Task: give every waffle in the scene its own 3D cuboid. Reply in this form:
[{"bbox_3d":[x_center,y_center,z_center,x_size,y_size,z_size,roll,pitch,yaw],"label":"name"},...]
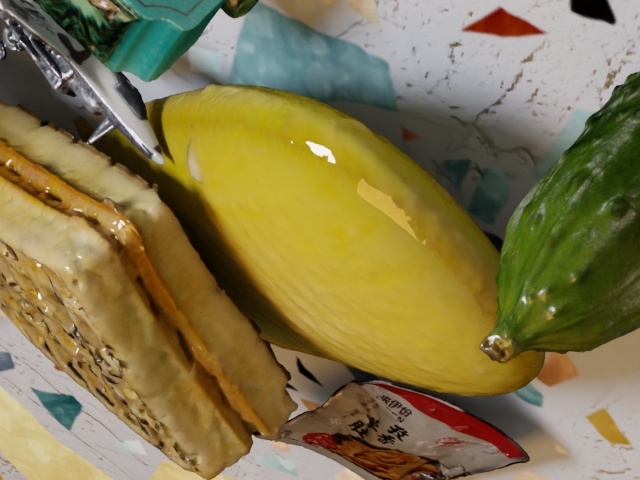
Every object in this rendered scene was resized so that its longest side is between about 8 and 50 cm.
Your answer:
[{"bbox_3d":[-0.196,0.020,1.420,0.376,0.114,0.261,29,153,52],"label":"waffle"}]

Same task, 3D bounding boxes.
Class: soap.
[{"bbox_3d":[0.002,-0.002,1.307,0.306,0.115,0.427,53,160,-23],"label":"soap"}]

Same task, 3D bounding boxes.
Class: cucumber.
[{"bbox_3d":[0.177,-0.004,1.066,0.134,0.244,0.134,29,143,25],"label":"cucumber"}]

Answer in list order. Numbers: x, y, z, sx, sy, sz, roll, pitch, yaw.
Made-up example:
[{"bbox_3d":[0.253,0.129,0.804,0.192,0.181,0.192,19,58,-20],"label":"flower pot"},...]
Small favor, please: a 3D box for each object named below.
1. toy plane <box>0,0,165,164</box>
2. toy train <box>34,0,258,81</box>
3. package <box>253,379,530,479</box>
[{"bbox_3d":[-0.194,-0.141,1.320,0.082,0.160,0.234,-30,73,17],"label":"toy plane"},{"bbox_3d":[-0.136,-0.212,1.199,0.198,0.154,0.107,42,147,-3],"label":"toy train"},{"bbox_3d":[0.056,0.168,1.474,0.154,0.030,0.239,27,151,-20],"label":"package"}]
